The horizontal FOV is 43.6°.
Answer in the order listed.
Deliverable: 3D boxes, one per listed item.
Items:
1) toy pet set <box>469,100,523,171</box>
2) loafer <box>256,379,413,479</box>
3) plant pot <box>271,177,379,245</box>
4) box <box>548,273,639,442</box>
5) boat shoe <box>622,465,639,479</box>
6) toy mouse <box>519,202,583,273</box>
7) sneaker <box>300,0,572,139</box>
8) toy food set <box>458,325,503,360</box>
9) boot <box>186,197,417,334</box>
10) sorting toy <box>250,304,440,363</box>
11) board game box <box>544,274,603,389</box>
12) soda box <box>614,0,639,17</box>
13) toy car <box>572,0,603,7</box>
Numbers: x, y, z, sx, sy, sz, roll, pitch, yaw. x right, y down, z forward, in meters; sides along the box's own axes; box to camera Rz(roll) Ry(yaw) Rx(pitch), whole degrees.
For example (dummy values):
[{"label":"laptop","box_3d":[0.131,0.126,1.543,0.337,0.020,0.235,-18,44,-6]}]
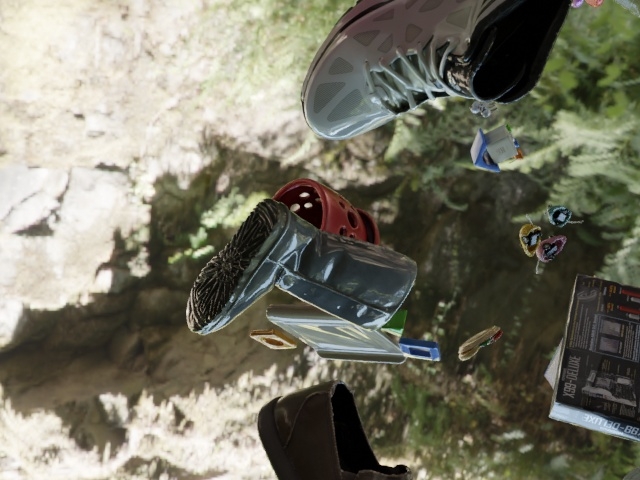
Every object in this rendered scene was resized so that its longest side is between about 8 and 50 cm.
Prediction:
[{"label":"toy pet set","box_3d":[0.265,-0.154,1.248,0.065,0.122,0.114,-25,-147,19]},{"label":"loafer","box_3d":[0.053,0.317,0.924,0.366,0.130,0.134,57,-160,22]},{"label":"plant pot","box_3d":[0.000,0.000,1.514,0.174,0.191,0.191,26,-167,-42]},{"label":"box","box_3d":[0.597,0.231,1.567,0.242,0.076,0.307,12,-124,13]},{"label":"boat shoe","box_3d":[0.555,0.384,1.237,0.302,0.091,0.114,-24,-149,-32]},{"label":"toy mouse","box_3d":[0.423,-0.017,1.480,0.143,0.161,0.031,-26,-141,-20]},{"label":"sneaker","box_3d":[0.134,-0.244,1.073,0.169,0.447,0.257,42,-149,-24]},{"label":"toy food set","box_3d":[0.266,0.168,1.332,0.020,0.082,0.083,58,-165,5]},{"label":"boot","box_3d":[-0.018,0.057,0.890,0.208,0.190,0.076,25,-153,-41]},{"label":"sorting toy","box_3d":[0.030,0.145,1.333,0.347,0.196,0.047,-1,-119,30]},{"label":"board game box","box_3d":[0.621,0.226,1.913,0.027,0.281,0.145,23,-170,0]},{"label":"soda box","box_3d":[0.385,-0.341,0.885,0.058,0.181,0.061,40,-119,13]},{"label":"toy car","box_3d":[0.654,-0.645,1.987,0.182,0.136,0.159,2,177,-3]}]
